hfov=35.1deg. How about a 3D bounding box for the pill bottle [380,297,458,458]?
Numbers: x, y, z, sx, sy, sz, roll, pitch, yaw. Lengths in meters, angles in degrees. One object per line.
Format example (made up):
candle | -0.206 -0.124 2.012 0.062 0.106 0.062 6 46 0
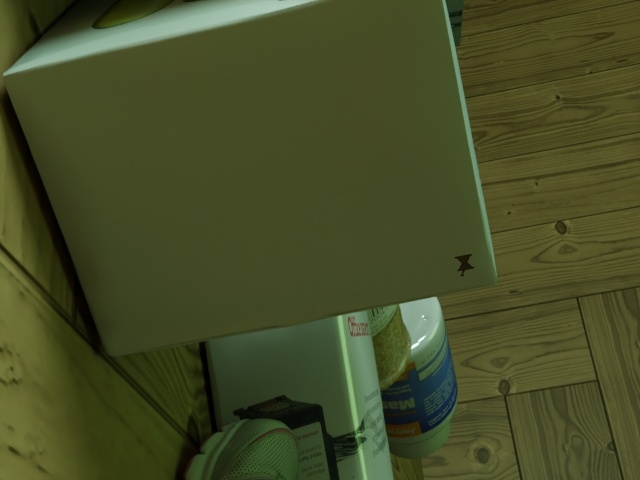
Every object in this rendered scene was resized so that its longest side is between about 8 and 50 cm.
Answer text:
pill bottle | 0.111 0.187 1.410 0.152 0.152 0.272 -93 170 -45

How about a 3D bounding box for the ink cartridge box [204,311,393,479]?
ink cartridge box | -0.004 0.162 0.737 0.172 0.100 0.237 32 49 -81

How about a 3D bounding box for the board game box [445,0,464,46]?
board game box | 0.004 -0.215 0.856 0.303 0.224 0.098 -18 99 -84

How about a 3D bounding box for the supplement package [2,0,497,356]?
supplement package | -0.025 -0.069 0.530 0.203 0.194 0.149 -88 165 -63

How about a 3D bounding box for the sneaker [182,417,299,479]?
sneaker | -0.016 0.195 0.544 0.252 0.111 0.103 -91 168 -54

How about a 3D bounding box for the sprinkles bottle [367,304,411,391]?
sprinkles bottle | 0.000 0.000 0.930 0.121 0.121 0.355 -93 170 -45
